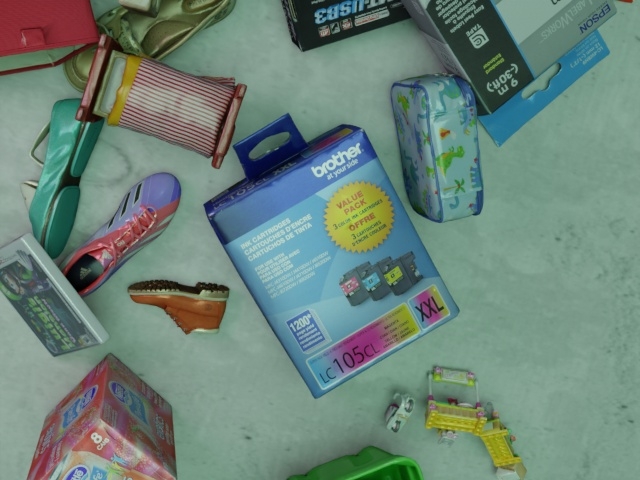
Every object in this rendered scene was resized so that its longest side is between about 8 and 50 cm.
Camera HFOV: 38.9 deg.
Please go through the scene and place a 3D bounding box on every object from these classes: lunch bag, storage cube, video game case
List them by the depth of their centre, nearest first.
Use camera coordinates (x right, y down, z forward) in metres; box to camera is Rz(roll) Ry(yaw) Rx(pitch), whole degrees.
[{"bbox_3d":[-0.434,-0.326,1.201,0.215,0.184,0.193,-18,99,-34],"label":"storage cube"},{"bbox_3d":[-0.410,0.086,1.333,0.022,0.173,0.190,-46,108,-38],"label":"video game case"},{"bbox_3d":[0.177,-0.145,1.390,0.090,0.176,0.219,-13,104,-13],"label":"lunch bag"}]

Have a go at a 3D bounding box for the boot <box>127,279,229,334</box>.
[{"bbox_3d":[-0.226,0.107,1.419,0.158,0.059,0.084,8,103,-13],"label":"boot"}]

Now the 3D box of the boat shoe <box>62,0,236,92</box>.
[{"bbox_3d":[-0.251,-0.312,1.322,0.285,0.089,0.104,-34,105,-3],"label":"boat shoe"}]

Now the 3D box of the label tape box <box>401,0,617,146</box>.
[{"bbox_3d":[0.303,-0.325,1.365,0.249,0.115,0.347,-39,120,2],"label":"label tape box"}]

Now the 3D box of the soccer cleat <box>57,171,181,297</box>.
[{"bbox_3d":[-0.302,-0.002,1.364,0.248,0.095,0.083,-42,107,1],"label":"soccer cleat"}]

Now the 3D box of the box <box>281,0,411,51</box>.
[{"bbox_3d":[0.068,-0.460,1.323,0.295,0.073,0.293,-19,123,-5],"label":"box"}]

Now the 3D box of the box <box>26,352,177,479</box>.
[{"bbox_3d":[-0.310,0.298,1.310,0.154,0.300,0.142,-45,105,0],"label":"box"}]

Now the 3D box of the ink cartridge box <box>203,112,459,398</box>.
[{"bbox_3d":[0.000,0.000,1.397,0.270,0.151,0.395,-31,102,-4],"label":"ink cartridge box"}]

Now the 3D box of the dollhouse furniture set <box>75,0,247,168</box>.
[{"bbox_3d":[-0.174,-0.305,1.213,0.201,0.152,0.374,16,96,-7],"label":"dollhouse furniture set"}]

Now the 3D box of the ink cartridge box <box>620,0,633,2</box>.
[{"bbox_3d":[0.419,-0.490,1.436,0.232,0.066,0.189,7,98,-8],"label":"ink cartridge box"}]

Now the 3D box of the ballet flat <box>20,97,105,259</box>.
[{"bbox_3d":[-0.396,-0.096,1.349,0.087,0.083,0.247,20,96,11],"label":"ballet flat"}]

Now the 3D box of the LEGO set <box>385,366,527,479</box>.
[{"bbox_3d":[0.256,0.302,1.539,0.287,0.107,0.132,26,129,-18],"label":"LEGO set"}]

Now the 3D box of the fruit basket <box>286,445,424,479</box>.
[{"bbox_3d":[0.072,0.542,1.393,0.283,0.392,0.392,-20,103,-6],"label":"fruit basket"}]
